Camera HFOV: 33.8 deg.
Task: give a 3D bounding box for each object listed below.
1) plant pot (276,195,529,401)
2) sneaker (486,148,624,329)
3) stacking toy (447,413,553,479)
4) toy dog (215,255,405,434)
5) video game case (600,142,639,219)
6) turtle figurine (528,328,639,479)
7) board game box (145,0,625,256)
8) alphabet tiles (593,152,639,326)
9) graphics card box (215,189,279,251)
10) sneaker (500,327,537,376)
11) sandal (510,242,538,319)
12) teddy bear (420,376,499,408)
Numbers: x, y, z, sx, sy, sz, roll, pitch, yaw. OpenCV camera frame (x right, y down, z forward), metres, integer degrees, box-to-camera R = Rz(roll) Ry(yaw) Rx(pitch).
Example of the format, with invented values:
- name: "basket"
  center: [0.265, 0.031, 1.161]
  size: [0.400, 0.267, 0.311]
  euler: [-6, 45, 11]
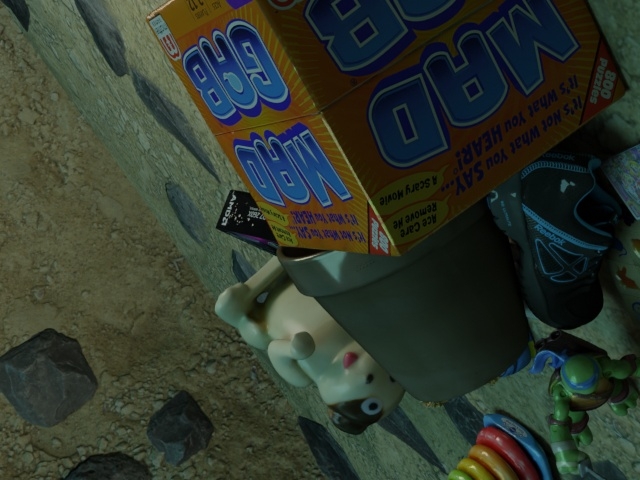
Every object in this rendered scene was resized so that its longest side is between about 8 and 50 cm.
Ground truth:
- name: "plant pot"
  center: [0.144, 0.056, 1.451]
  size: [0.280, 0.323, 0.323]
  euler: [60, 160, -12]
- name: "sneaker"
  center: [0.329, 0.010, 1.379]
  size: [0.139, 0.125, 0.341]
  euler: [-1, 144, 31]
- name: "stacking toy"
  center: [0.293, 0.492, 2.040]
  size: [0.175, 0.301, 0.166]
  euler: [33, 152, 49]
- name: "toy dog"
  center: [0.010, 0.243, 2.346]
  size: [0.408, 0.284, 0.395]
  euler: [41, 157, 29]
- name: "video game case"
  center: [0.392, -0.073, 1.265]
  size: [0.087, 0.011, 0.122]
  euler: [55, 161, -1]
- name: "turtle figurine"
  center: [0.415, 0.254, 1.479]
  size: [0.274, 0.198, 0.266]
  euler: [19, 171, 17]
- name: "board game box"
  center: [0.065, -0.229, 1.284]
  size: [0.356, 0.356, 0.356]
  euler: [60, 161, -14]
- name: "alphabet tiles"
  center: [0.461, 0.042, 1.331]
  size: [0.285, 0.011, 0.343]
  euler: [16, 138, 62]
- name: "graphics card box"
  center: [0.000, 0.000, 1.990]
  size: [0.232, 0.094, 0.371]
  euler: [26, 172, -41]
- name: "sneaker"
  center: [0.299, 0.141, 1.779]
  size: [0.069, 0.082, 0.209]
  euler: [26, 145, 58]
- name: "sandal"
  center: [0.225, 0.002, 1.671]
  size: [0.416, 0.169, 0.102]
  euler: [32, 110, 36]
- name: "teddy bear"
  center: [0.196, 0.181, 1.970]
  size: [0.338, 0.113, 0.245]
  euler: [39, 119, 54]
